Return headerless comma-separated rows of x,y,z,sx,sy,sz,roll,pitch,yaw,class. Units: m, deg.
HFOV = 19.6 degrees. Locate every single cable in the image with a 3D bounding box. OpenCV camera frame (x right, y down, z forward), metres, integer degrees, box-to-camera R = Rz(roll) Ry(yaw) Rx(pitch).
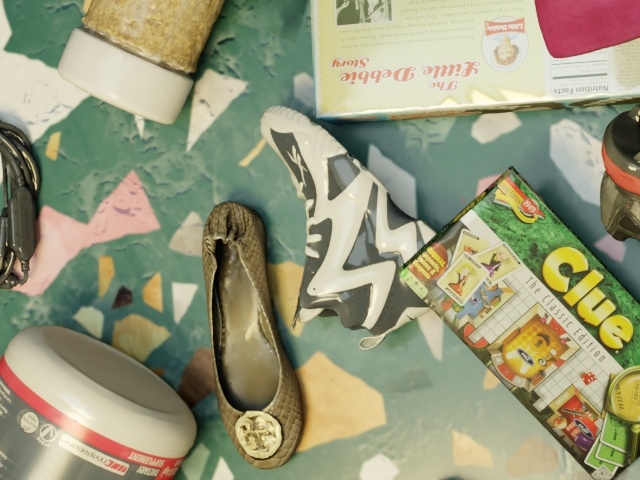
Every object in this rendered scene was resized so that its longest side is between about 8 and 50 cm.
-0.345,-0.039,1.802,0.150,0.047,0.185,-6,89,22,cable

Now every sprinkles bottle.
-0.119,-0.289,1.695,0.121,0.121,0.355,26,95,17,sprinkles bottle

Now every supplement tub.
-0.253,0.232,1.680,0.191,0.191,0.272,32,98,16,supplement tub

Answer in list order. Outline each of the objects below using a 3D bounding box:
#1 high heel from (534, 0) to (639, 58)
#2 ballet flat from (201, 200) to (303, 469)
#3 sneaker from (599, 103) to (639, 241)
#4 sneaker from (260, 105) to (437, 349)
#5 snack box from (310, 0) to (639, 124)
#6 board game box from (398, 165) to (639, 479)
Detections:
0.345,-0.201,1.338,0.377,0.127,0.181,10,120,13,high heel
-0.070,0.087,1.697,0.084,0.058,0.250,-8,85,18,ballet flat
0.358,-0.025,1.546,0.276,0.098,0.135,11,135,-3,sneaker
0.000,0.000,1.659,0.235,0.094,0.153,43,92,4,sneaker
0.150,-0.207,1.638,0.321,0.060,0.187,-2,87,17,snack box
0.203,0.075,1.589,0.136,0.030,0.260,-44,94,10,board game box
